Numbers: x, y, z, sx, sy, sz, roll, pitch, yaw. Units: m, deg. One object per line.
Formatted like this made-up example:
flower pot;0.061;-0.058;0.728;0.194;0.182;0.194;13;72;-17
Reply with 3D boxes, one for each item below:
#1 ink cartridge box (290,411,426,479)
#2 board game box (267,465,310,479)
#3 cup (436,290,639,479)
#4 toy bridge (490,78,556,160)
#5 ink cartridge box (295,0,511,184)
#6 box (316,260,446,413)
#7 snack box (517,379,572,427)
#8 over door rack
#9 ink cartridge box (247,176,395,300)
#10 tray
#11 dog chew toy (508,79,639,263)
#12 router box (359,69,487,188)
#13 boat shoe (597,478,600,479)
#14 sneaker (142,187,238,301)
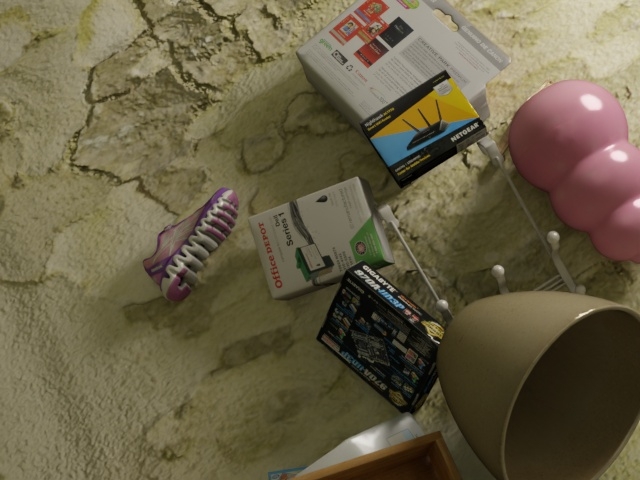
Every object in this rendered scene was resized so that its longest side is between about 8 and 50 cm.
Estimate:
ink cartridge box;0.074;0.465;1.701;0.385;0.091;0.308;-17;62;-38
board game box;-0.008;0.434;1.874;0.154;0.026;0.103;-10;69;8
cup;0.318;0.210;1.721;0.331;0.331;0.237;-52;42;-9
toy bridge;0.369;-0.220;2.013;0.026;0.063;0.188;35;80;21
ink cartridge box;0.160;-0.312;2.053;0.272;0.130;0.309;-41;68;-4
box;0.108;0.166;1.875;0.220;0.175;0.051;39;41;22
snack box;0.409;0.291;1.833;0.141;0.037;0.100;39;80;22
over door rack;0.271;0.016;1.880;0.239;0.108;0.324;-31;87;-1
ink cartridge box;0.000;0.000;1.961;0.219;0.092;0.160;-21;81;14
tray;0.028;0.443;1.637;0.411;0.076;0.203;-14;61;-19
dog chew toy;0.468;-0.110;1.889;0.206;0.206;0.332;-31;75;0
router box;0.177;-0.193;1.915;0.179;0.046;0.133;-32;70;-1
boat shoe;0.435;0.465;1.765;0.065;0.075;0.206;-35;66;45
sneaker;-0.246;-0.007;2.053;0.104;0.095;0.236;30;80;28
